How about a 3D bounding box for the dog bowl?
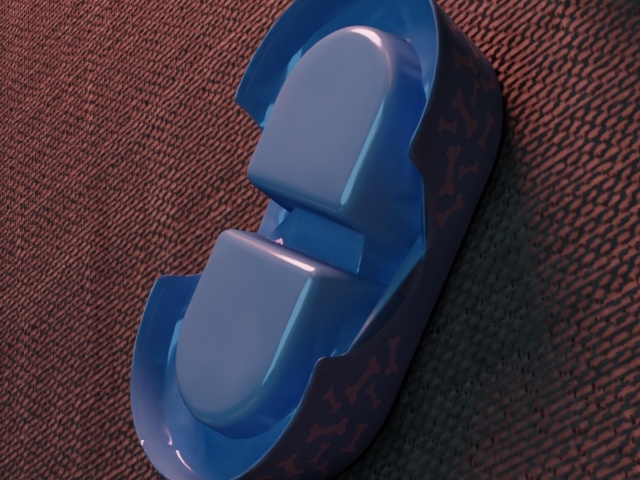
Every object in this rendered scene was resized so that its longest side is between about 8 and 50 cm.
[{"bbox_3d":[0.000,0.000,0.794,0.166,0.074,0.297,22,88,52],"label":"dog bowl"}]
